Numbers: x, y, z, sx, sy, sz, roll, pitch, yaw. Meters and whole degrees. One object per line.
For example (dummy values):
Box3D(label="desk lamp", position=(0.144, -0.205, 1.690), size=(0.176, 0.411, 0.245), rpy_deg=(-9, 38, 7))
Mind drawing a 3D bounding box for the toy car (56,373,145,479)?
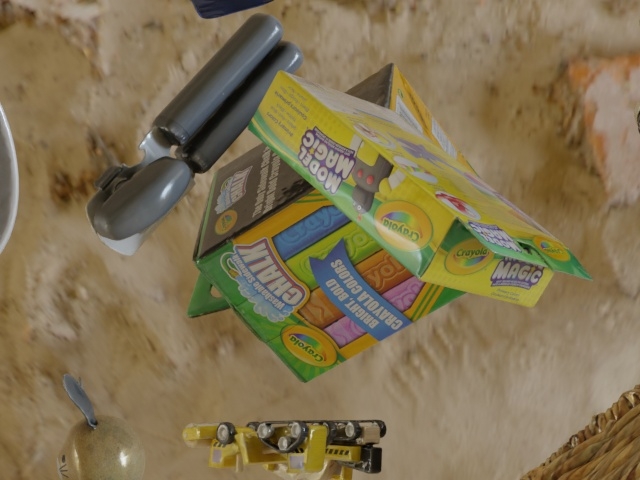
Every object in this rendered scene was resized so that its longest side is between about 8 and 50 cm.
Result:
Box3D(label="toy car", position=(-0.224, 0.221, 1.601), size=(0.149, 0.155, 0.188), rpy_deg=(-11, 84, -4))

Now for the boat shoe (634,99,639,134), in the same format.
Box3D(label="boat shoe", position=(0.416, -0.133, 1.662), size=(0.206, 0.075, 0.065), rpy_deg=(-17, 40, 10))

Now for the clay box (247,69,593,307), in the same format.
Box3D(label="clay box", position=(0.065, -0.026, 1.105), size=(0.222, 0.127, 0.053), rpy_deg=(44, 110, 39))

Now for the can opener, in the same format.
Box3D(label="can opener", position=(-0.112, -0.096, 1.583), size=(0.093, 0.074, 0.280), rpy_deg=(14, 59, 49))

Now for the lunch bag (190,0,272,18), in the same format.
Box3D(label="lunch bag", position=(-0.072, -0.212, 1.234), size=(0.067, 0.098, 0.065), rpy_deg=(-15, 77, 2))

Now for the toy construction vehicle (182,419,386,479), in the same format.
Box3D(label="toy construction vehicle", position=(-0.015, 0.107, 0.842), size=(0.098, 0.086, 0.035), rpy_deg=(-7, 81, 43))

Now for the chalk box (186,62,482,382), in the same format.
Box3D(label="chalk box", position=(0.000, 0.000, 1.633), size=(0.289, 0.180, 0.179), rpy_deg=(-31, 115, 22))

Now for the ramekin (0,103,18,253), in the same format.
Box3D(label="ramekin", position=(-0.333, -0.061, 1.272), size=(0.109, 0.207, 0.207), rpy_deg=(-14, 71, 24))

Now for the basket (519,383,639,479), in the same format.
Box3D(label="basket", position=(0.228, 0.178, 0.833), size=(0.299, 0.223, 0.213), rpy_deg=(-43, 95, 10))
